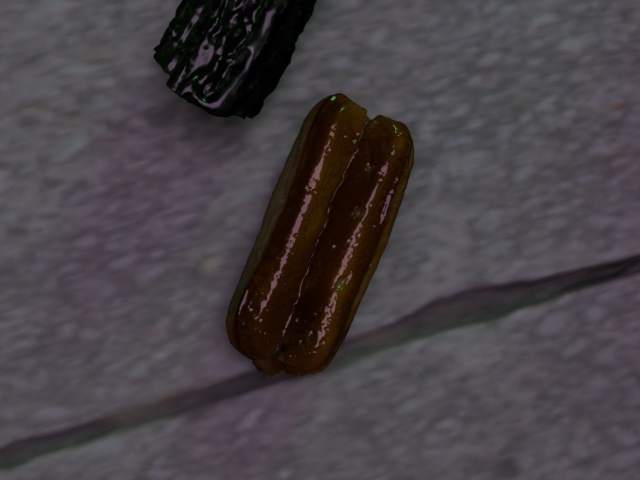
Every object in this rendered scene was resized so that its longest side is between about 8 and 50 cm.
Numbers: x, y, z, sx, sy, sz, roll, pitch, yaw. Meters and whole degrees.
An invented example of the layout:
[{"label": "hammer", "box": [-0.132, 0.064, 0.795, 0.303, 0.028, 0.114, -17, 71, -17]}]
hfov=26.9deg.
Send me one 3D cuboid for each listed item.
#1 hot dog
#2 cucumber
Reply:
[{"label": "hot dog", "box": [0.000, 0.000, 0.757, 0.071, 0.045, 0.165, 23, 80, -6]}, {"label": "cucumber", "box": [-0.016, -0.187, 0.764, 0.077, 0.077, 0.265, 26, 81, -4]}]
